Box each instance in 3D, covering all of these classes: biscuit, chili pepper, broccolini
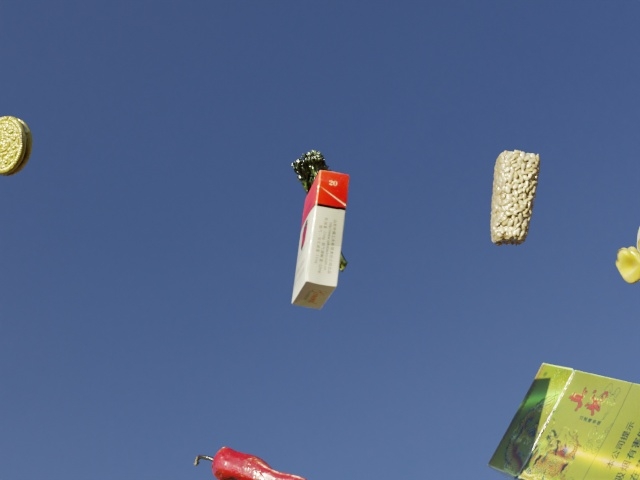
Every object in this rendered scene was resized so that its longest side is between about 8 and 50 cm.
[{"bbox_3d":[-0.432,-0.130,1.515,0.084,0.084,0.023,-33,-23,24],"label":"biscuit"},{"bbox_3d":[0.333,-0.073,1.900,0.070,0.168,0.082,8,-6,-2],"label":"biscuit"},{"bbox_3d":[-0.108,0.367,1.721,0.268,0.059,0.050,8,4,41],"label":"chili pepper"},{"bbox_3d":[0.015,-0.050,1.785,0.058,0.074,0.201,-25,-86,4],"label":"broccolini"}]

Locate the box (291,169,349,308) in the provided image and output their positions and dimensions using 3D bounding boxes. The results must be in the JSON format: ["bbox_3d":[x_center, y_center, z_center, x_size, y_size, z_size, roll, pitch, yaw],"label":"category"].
[{"bbox_3d":[0.000,0.000,1.394,0.048,0.152,0.100,13,-22,-10],"label":"box"}]

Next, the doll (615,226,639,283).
[{"bbox_3d":[0.496,-0.033,1.416,0.296,0.117,0.141,-38,-16,-36],"label":"doll"}]

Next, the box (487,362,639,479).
[{"bbox_3d":[0.354,0.261,1.434,0.043,0.311,0.173,36,-102,-21],"label":"box"}]
